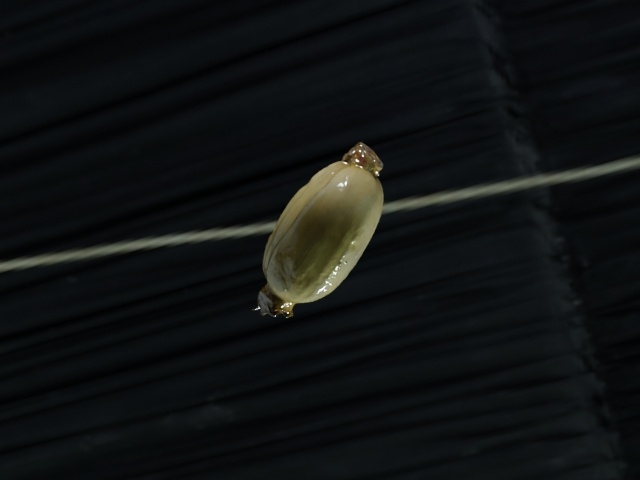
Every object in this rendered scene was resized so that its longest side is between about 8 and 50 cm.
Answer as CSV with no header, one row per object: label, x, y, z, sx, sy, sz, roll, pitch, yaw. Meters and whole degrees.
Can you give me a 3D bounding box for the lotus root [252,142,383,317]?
lotus root,0.000,0.000,0.883,0.062,0.150,0.073,28,14,-25
